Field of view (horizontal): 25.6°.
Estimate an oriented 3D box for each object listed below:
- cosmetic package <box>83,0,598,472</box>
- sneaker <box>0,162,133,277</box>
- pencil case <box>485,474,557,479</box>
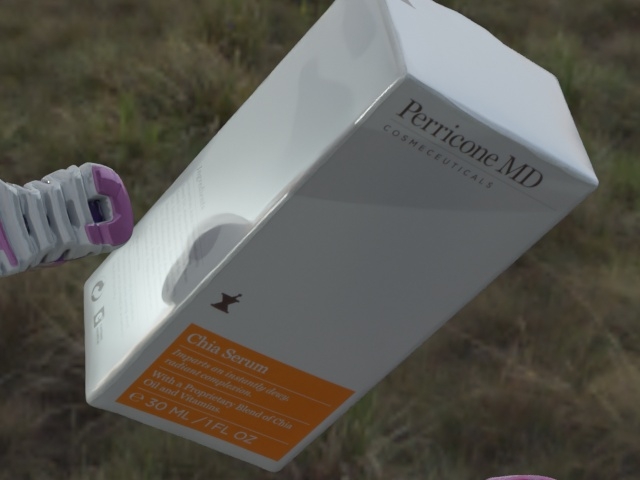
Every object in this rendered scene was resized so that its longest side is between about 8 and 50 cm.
[{"bbox_3d":[0.000,0.000,1.276,0.230,0.453,0.162,25,34,-30],"label":"cosmetic package"},{"bbox_3d":[-0.276,-0.007,1.202,0.104,0.095,0.236,-20,-9,41],"label":"sneaker"},{"bbox_3d":[0.163,0.338,1.179,0.124,0.284,0.124,3,26,-1],"label":"pencil case"}]
